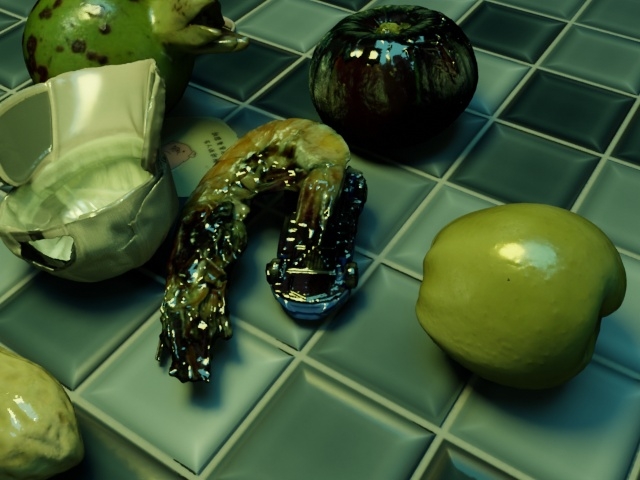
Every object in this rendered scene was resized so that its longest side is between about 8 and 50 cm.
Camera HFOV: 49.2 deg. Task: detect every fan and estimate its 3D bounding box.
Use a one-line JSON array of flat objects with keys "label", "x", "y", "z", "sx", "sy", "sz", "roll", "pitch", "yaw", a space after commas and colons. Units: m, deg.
[{"label": "fan", "x": -0.256, "y": -0.101, "z": 0.959, "sx": 0.310, "sy": 0.010, "sz": 0.182, "roll": -18, "pitch": 48, "yaw": -16}]

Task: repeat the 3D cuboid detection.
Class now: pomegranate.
[{"label": "pomegranate", "x": -0.255, "y": -0.253, "z": 0.936, "sx": 0.306, "sy": 0.242, "sz": 0.242, "roll": 15, "pitch": 45, "yaw": 42}]

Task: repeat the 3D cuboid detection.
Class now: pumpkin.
[{"label": "pumpkin", "x": 0.101, "y": -0.226, "z": 0.965, "sx": 0.233, "sy": 0.163, "sz": 0.233, "roll": -4, "pitch": 38, "yaw": 3}]

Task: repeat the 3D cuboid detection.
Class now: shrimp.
[{"label": "shrimp", "x": -0.075, "y": -0.012, "z": 0.772, "sx": 0.233, "sy": 0.071, "sz": 0.364, "roll": -20, "pitch": 41, "yaw": 26}]

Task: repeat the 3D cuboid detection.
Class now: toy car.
[{"label": "toy car", "x": 0.000, "y": 0.000, "z": 0.817, "sx": 0.103, "sy": 0.063, "sz": 0.216, "roll": 3, "pitch": 55, "yaw": 10}]

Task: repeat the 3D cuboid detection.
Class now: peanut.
[{"label": "peanut", "x": -0.330, "y": 0.141, "z": 0.647, "sx": 0.257, "sy": 0.123, "sz": 0.123, "roll": 23, "pitch": 51, "yaw": 24}]

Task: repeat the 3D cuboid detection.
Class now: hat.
[{"label": "hat", "x": -0.256, "y": -0.086, "z": 0.809, "sx": 0.232, "sy": 0.161, "sz": 0.275, "roll": -3, "pitch": 73, "yaw": 15}]

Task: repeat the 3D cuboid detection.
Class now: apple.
[{"label": "apple", "x": 0.193, "y": 0.052, "z": 0.684, "sx": 0.200, "sy": 0.200, "sz": 0.200, "roll": -1, "pitch": 46, "yaw": 1}]

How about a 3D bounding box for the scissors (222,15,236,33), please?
[{"label": "scissors", "x": -0.253, "y": -0.401, "z": 1.235, "sx": 0.118, "sy": 0.030, "sz": 0.242, "roll": -30, "pitch": 54, "yaw": -26}]
